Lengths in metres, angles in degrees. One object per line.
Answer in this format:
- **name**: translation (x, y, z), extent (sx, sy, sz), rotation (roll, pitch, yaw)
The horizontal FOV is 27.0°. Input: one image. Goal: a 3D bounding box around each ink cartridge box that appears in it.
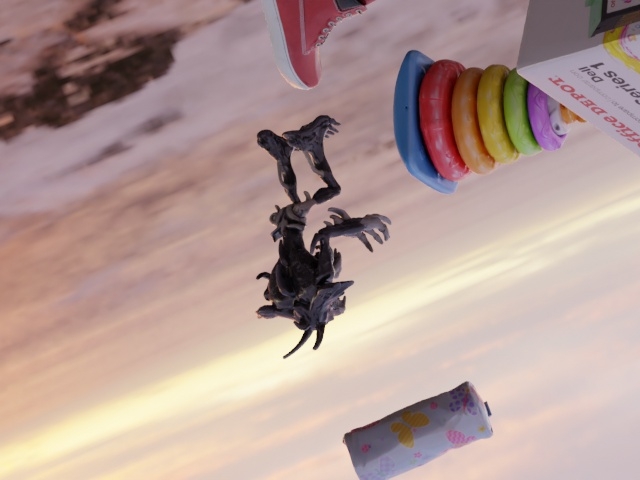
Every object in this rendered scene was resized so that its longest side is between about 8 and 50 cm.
- **ink cartridge box**: translation (0.345, -0.180, 1.181), extent (0.201, 0.117, 0.278), rotation (28, 157, -34)

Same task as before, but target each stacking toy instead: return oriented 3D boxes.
- **stacking toy**: translation (0.260, -0.166, 1.710), extent (0.302, 0.175, 0.166), rotation (-6, 166, 29)

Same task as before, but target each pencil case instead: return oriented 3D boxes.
- **pencil case**: translation (0.180, 0.358, 2.437), extent (0.273, 0.113, 0.124), rotation (-26, 147, 10)

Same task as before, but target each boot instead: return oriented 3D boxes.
- **boot**: translation (0.013, -0.333, 2.079), extent (0.176, 0.244, 0.088), rotation (2, -130, 17)

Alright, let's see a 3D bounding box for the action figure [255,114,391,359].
- **action figure**: translation (0.000, 0.000, 1.539), extent (0.141, 0.275, 0.164), rotation (7, 160, -37)
